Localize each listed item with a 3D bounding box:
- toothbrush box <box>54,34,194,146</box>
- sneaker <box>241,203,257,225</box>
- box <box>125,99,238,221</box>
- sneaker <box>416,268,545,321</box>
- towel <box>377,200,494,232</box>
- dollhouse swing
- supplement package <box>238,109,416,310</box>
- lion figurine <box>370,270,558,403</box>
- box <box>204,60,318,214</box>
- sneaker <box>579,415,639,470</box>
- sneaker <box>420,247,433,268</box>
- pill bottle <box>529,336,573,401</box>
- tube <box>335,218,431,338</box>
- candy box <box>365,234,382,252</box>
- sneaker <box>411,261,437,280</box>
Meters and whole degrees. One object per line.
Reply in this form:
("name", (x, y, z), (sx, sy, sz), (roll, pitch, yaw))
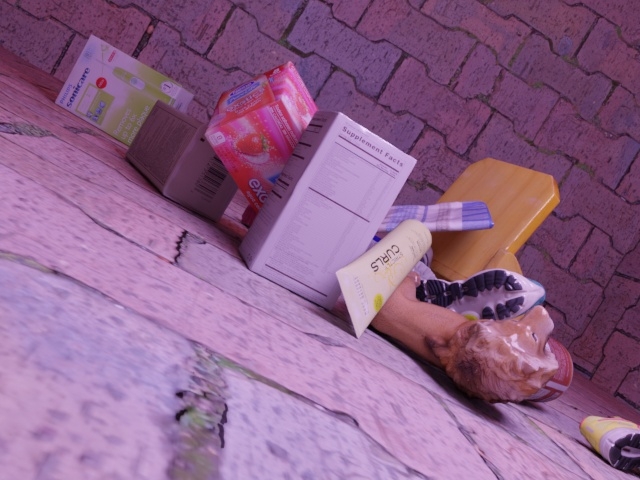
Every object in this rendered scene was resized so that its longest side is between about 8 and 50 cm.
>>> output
("toothbrush box", (-0.513, -0.375, 1.779), (0.283, 0.206, 0.122), (31, 4, 6))
("sneaker", (-0.103, -0.035, 1.409), (0.075, 0.063, 0.170), (21, 2, -30))
("box", (-0.259, -0.162, 1.290), (0.121, 0.148, 0.311), (29, 4, -33))
("sneaker", (0.249, 0.112, 1.144), (0.275, 0.107, 0.110), (-13, -11, 44))
("towel", (0.202, -0.049, 1.370), (0.285, 0.034, 0.209), (-1, 11, 12))
("dollhouse swing", (0.389, 0.038, 1.531), (0.315, 0.305, 0.347), (61, -13, -27))
("supplement package", (0.005, -0.049, 0.971), (0.139, 0.244, 0.134), (29, 3, -18))
("lion figurine", (0.167, 0.126, 0.970), (0.392, 0.142, 0.240), (14, 1, 41))
("box", (-0.046, -0.121, 1.132), (0.300, 0.142, 0.154), (58, 21, -30))
("sneaker", (0.493, 0.320, 1.076), (0.208, 0.081, 0.094), (27, 2, -34))
("sneaker", (0.175, 0.098, 1.476), (0.126, 0.127, 0.321), (38, -17, 30))
("pill bottle", (0.337, 0.203, 1.126), (0.121, 0.121, 0.216), (32, 4, 38))
("tube", (0.089, 0.040, 0.933), (0.070, 0.062, 0.240), (38, 35, 11))
("candy box", (0.035, -0.011, 1.759), (0.317, 0.122, 0.268), (30, 3, -24))
("sneaker", (0.219, 0.134, 1.272), (0.095, 0.090, 0.235), (31, 22, -53))
